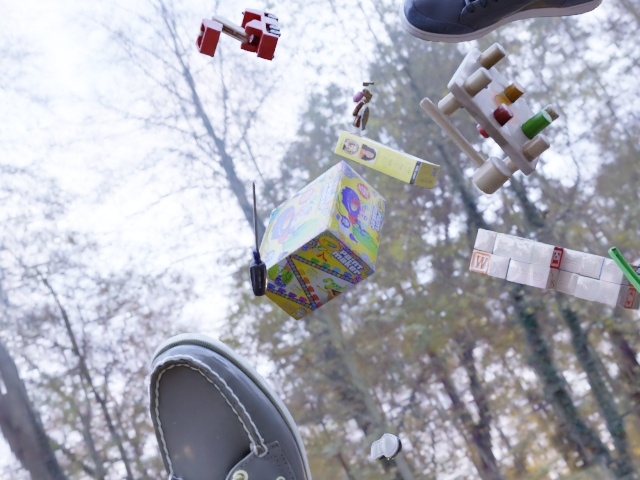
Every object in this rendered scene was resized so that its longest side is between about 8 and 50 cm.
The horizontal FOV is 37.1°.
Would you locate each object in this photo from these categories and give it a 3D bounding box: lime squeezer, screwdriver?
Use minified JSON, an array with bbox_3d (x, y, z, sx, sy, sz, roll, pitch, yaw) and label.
[{"bbox_3d":[0.539,0.109,1.393,0.059,0.310,0.110,-33,-56,-21],"label":"lime squeezer"},{"bbox_3d":[-0.090,-0.001,1.284,0.025,0.024,0.170,1,-64,15],"label":"screwdriver"}]

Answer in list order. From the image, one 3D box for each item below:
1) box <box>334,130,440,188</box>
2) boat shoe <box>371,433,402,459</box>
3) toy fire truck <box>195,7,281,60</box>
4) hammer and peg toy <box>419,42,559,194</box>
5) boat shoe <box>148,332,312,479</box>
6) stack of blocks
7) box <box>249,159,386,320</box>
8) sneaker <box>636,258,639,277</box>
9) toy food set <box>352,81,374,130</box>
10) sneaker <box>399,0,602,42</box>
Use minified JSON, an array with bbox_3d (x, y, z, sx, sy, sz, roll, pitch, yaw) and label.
[{"bbox_3d":[0.147,-0.180,2.122,0.087,0.232,0.058,6,-74,-52],"label":"box"},{"bbox_3d":[0.137,0.407,1.866,0.038,0.046,0.125,5,-26,-18],"label":"boat shoe"},{"bbox_3d":[-0.136,-0.347,1.585,0.135,0.192,0.047,13,-62,-13],"label":"toy fire truck"},{"bbox_3d":[0.365,-0.261,1.988,0.127,0.266,0.361,-38,8,32],"label":"hammer and peg toy"},{"bbox_3d":[-0.057,0.219,0.756,0.109,0.305,0.091,-23,6,13],"label":"boat shoe"},{"bbox_3d":[0.470,0.056,1.887,0.171,0.297,0.087,9,-85,-52],"label":"stack of blocks"},{"bbox_3d":[0.000,0.000,2.435,0.279,0.290,0.177,-34,-64,32],"label":"box"},{"bbox_3d":[0.665,-0.012,1.686,0.122,0.110,0.283,33,-97,-24],"label":"sneaker"},{"bbox_3d":[0.097,-0.327,2.313,0.078,0.019,0.122,-14,-60,-57],"label":"toy food set"},{"bbox_3d":[0.191,-0.279,0.943,0.226,0.086,0.163,-14,-17,-4],"label":"sneaker"}]
